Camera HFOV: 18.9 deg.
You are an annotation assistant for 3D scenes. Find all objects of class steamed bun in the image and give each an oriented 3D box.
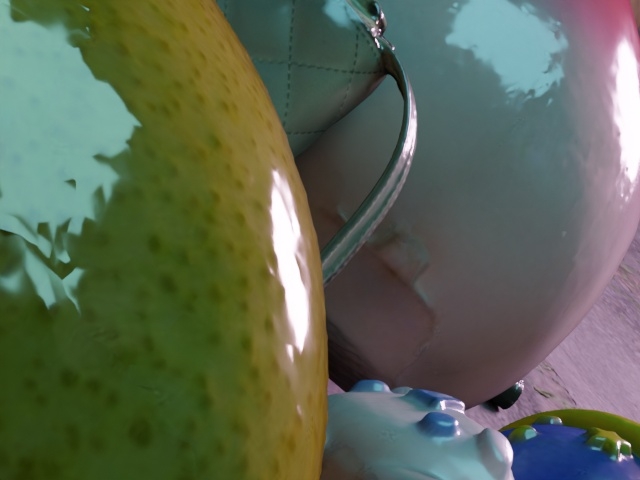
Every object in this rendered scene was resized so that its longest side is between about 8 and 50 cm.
[{"bbox_3d":[0.065,-0.068,1.117,0.309,0.309,0.309,37,16,-13],"label":"steamed bun"}]

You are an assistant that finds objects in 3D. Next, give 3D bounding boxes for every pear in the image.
[{"bbox_3d":[-0.149,0.021,0.515,0.314,0.314,0.314,37,16,-13],"label":"pear"}]

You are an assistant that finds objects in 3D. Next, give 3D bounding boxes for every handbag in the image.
[{"bbox_3d":[-0.077,-0.044,0.926,0.219,0.256,0.079,45,-12,24],"label":"handbag"}]

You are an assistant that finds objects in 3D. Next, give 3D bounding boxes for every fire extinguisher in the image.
[{"bbox_3d":[0.105,0.088,1.378,0.083,0.025,0.038,36,-21,-16],"label":"fire extinguisher"}]

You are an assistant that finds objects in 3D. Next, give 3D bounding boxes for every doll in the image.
[{"bbox_3d":[0.055,0.147,0.945,0.243,0.159,0.311,5,13,-44],"label":"doll"}]

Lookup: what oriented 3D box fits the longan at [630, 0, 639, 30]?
[{"bbox_3d":[0.131,-0.289,1.802,0.391,0.391,0.391,37,16,-13],"label":"longan"}]
